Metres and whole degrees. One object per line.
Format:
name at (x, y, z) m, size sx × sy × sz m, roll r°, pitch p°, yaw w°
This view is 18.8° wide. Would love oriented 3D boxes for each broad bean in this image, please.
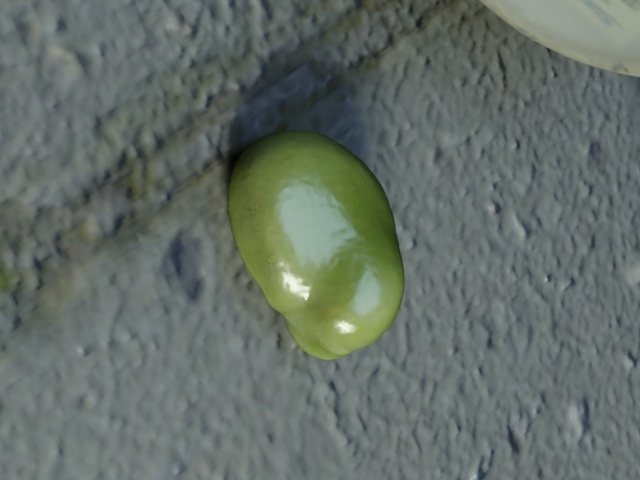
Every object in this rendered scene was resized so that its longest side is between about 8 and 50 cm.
broad bean at (0.000, 0.000, 0.683) m, size 0.063 × 0.045 × 0.083 m, roll -27°, pitch 97°, yaw -31°

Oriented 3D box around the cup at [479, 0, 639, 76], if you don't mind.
cup at (0.119, -0.222, 0.731) m, size 0.301 × 0.227 × 0.257 m, roll 32°, pitch 64°, yaw -5°
